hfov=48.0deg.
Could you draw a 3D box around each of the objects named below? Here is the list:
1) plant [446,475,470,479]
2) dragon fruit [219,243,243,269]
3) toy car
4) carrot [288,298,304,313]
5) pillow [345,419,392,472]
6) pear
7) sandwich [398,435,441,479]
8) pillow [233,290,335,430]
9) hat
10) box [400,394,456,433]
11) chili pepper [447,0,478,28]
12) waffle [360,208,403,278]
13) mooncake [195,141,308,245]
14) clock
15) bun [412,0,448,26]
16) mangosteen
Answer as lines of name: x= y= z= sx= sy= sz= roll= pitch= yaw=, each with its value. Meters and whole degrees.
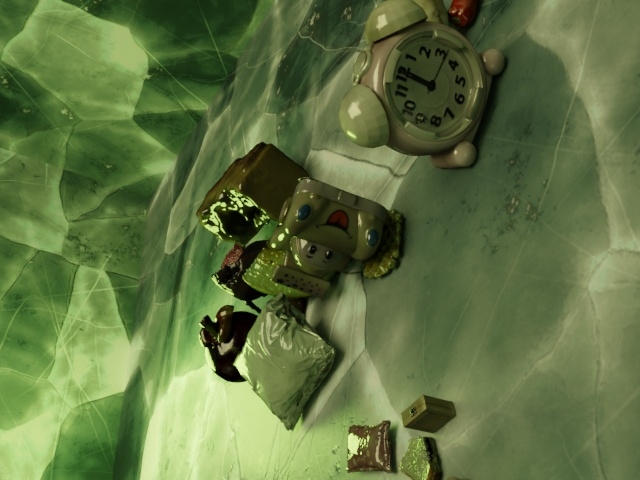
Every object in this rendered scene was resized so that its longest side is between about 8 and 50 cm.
plant: x=0.232 y=0.474 z=1.303 sx=0.104 sy=0.122 sz=0.116 roll=-67 pitch=17 yaw=-17
dragon fruit: x=-0.322 y=0.071 z=2.741 sx=0.097 sy=0.063 sz=0.131 roll=-9 pitch=60 yaw=25
toy car: x=0.000 y=0.000 z=1.859 sx=0.336 sy=0.242 sz=0.226 roll=142 pitch=147 yaw=-71
carrot: x=-0.079 y=0.219 z=2.142 sx=0.069 sy=0.069 sz=0.228 roll=-36 pitch=42 yaw=50
pillow: x=0.106 y=0.469 z=1.629 sx=0.185 sy=0.043 sz=0.118 roll=-30 pitch=49 yaw=54
pear: x=-0.050 y=0.068 z=2.104 sx=0.239 sy=0.139 sz=0.288 roll=24 pitch=70 yaw=28
sandwich: x=0.208 y=0.446 z=1.453 sx=0.105 sy=0.036 sz=0.093 roll=27 pitch=96 yaw=63
pillow: x=-0.097 y=0.329 z=1.977 sx=0.283 sy=0.138 sz=0.310 roll=47 pitch=121 yaw=32
hat: x=-0.173 y=0.107 z=2.323 sx=0.238 sy=0.209 sz=0.336 roll=-28 pitch=8 yaw=38
box: x=0.215 y=0.351 z=1.450 sx=0.079 sy=0.083 sz=0.035 roll=-50 pitch=33 yaw=35
chili pepper: x=0.363 y=-0.603 z=1.827 sx=0.070 sy=0.073 sz=0.123 roll=48 pitch=-122 yaw=-72
waffle: x=0.155 y=0.009 z=1.851 sx=0.169 sy=0.036 sz=0.183 roll=-28 pitch=48 yaw=57
mooncake: x=-0.238 y=-0.138 z=2.421 sx=0.394 sy=0.246 sz=0.393 roll=-47 pitch=16 yaw=17
clock: x=0.220 y=-0.347 z=1.637 sx=0.184 sy=0.326 sz=0.342 roll=-1 pitch=73 yaw=64
bun: x=0.246 y=-0.526 z=1.866 sx=0.231 sy=0.133 sz=0.231 roll=-176 pitch=90 yaw=-80
mangosteen: x=-0.270 y=0.312 z=2.216 sx=0.228 sy=0.265 sz=0.228 roll=-30 pitch=36 yaw=25
